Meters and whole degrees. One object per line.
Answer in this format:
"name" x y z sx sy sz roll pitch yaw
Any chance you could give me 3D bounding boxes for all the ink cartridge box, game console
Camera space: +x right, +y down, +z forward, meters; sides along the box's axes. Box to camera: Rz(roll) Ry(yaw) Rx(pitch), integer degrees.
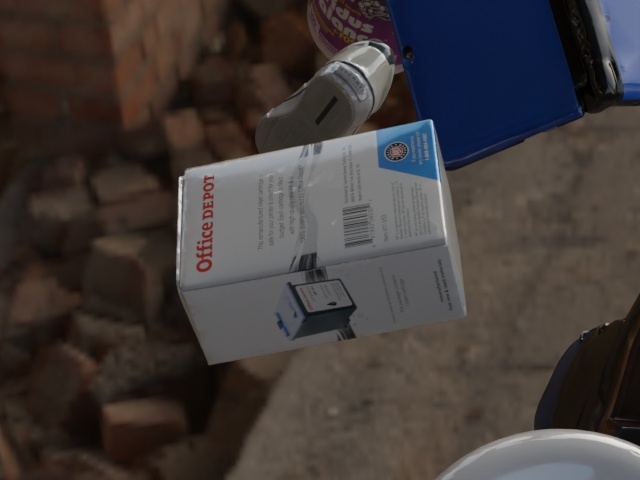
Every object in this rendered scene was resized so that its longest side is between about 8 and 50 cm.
"ink cartridge box" 0.000 0.000 1.417 0.190 0.082 0.140 -12 41 8
"game console" 0.210 -0.227 1.804 0.250 0.173 0.293 -3 70 -31

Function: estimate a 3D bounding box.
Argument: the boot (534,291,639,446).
"boot" 0.208 0.066 1.356 0.082 0.219 0.106 15 6 -34

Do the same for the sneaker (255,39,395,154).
"sneaker" 0.012 -0.133 2.103 0.091 0.258 0.094 -39 92 -27

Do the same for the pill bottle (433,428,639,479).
"pill bottle" 0.115 0.261 1.212 0.210 0.363 0.210 3 68 -7

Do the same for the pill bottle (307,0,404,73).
"pill bottle" 0.083 -0.335 2.392 0.169 0.301 0.169 3 66 -7
